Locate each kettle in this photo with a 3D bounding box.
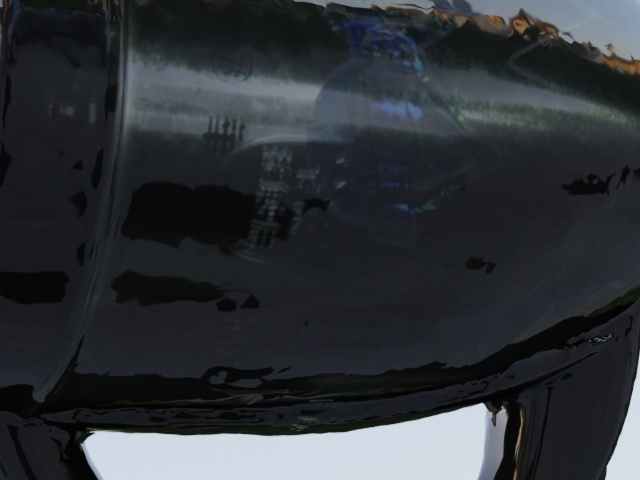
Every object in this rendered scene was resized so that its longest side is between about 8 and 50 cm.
[{"bbox_3d":[0.000,0.000,0.757,0.324,0.320,0.228,3,-5,-25],"label":"kettle"}]
